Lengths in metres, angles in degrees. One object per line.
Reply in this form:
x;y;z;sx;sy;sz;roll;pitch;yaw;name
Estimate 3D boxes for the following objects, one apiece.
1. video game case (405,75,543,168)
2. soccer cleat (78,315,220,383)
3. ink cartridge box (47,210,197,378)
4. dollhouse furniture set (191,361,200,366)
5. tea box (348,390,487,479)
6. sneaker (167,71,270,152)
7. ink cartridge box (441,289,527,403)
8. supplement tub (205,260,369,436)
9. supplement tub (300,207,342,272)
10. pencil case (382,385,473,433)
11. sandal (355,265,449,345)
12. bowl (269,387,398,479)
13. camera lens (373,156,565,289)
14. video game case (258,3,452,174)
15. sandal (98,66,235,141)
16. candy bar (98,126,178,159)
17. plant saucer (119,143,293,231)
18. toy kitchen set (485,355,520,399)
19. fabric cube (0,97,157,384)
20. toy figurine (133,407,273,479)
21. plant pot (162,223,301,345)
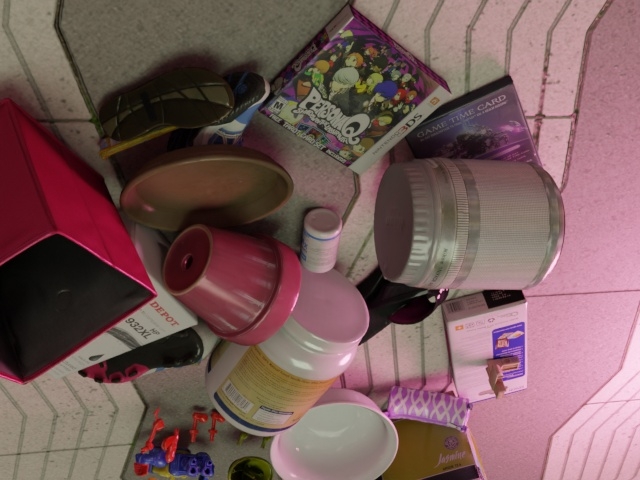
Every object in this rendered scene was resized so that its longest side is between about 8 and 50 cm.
0.276;-0.146;1.394;0.196;0.026;0.274;-23;137;12;video game case
-0.339;0.205;1.571;0.331;0.143;0.116;-9;102;24;soccer cleat
-0.405;0.100;1.422;0.307;0.129;0.223;-22;137;11;ink cartridge box
-0.276;0.226;1.673;0.151;0.058;0.076;26;136;-11;dollhouse furniture set
0.239;0.599;1.982;0.329;0.323;0.220;-19;138;10;tea box
-0.146;-0.182;1.222;0.081;0.080;0.211;22;138;-40;sneaker
0.382;0.248;1.825;0.175;0.069;0.371;-15;136;2;ink cartridge box
-0.067;0.210;1.550;0.228;0.228;0.316;15;132;-27;supplement tub
0.000;0.000;1.454;0.071;0.071;0.107;-3;137;-11;supplement tub
0.258;0.406;1.904;0.206;0.088;0.086;8;138;13;pencil case
0.159;0.121;1.593;0.167;0.107;0.446;23;130;-33;sandal
0.026;0.449;1.883;0.298;0.134;0.298;-3;121;-5;bowl
0.249;-0.027;1.335;0.274;0.219;0.219;2;137;-15;camera lens
0.054;-0.224;1.241;0.232;0.042;0.210;29;123;-36;video game case
-0.225;-0.199;1.182;0.219;0.060;0.090;-15;102;22;sandal
-0.273;-0.166;1.228;0.161;0.040;0.018;-21;147;10;candy bar
-0.182;-0.082;1.282;0.278;0.041;0.278;-8;159;-3;plant saucer
0.419;0.297;1.780;0.075;0.083;0.068;-8;139;-6;toy kitchen set
-0.438;0.008;1.146;0.254;0.258;0.259;-33;150;4;fabric cube
-0.314;0.513;1.937;0.362;0.191;0.217;14;163;-36;toy figurine
-0.164;0.064;1.380;0.201;0.201;0.180;-36;138;24;plant pot
